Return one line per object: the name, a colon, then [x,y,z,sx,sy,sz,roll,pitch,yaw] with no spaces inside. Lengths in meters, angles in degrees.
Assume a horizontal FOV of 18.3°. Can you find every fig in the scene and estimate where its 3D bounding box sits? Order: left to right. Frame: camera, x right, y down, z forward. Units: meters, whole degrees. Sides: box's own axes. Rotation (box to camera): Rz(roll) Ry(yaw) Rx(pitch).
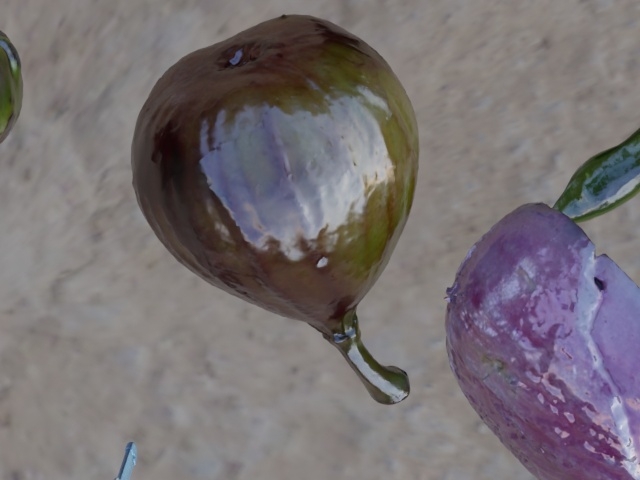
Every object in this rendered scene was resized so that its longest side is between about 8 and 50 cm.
fig: [0.000,0.000,1.464,0.217,0.217,0.321,-33,115,-10]

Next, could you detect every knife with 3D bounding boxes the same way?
knife: [-0.165,0.195,1.656,0.010,0.096,0.027,-7,111,8]

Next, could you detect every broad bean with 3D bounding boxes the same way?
broad bean: [0.324,-0.085,1.889,0.254,0.046,0.065,-27,118,8]

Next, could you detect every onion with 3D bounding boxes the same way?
onion: [0.226,0.133,1.455,0.159,0.267,0.349,-47,59,4]

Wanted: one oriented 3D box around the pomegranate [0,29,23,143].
pomegranate: [-0.267,-0.087,1.392,0.125,0.138,0.163,-10,106,5]
